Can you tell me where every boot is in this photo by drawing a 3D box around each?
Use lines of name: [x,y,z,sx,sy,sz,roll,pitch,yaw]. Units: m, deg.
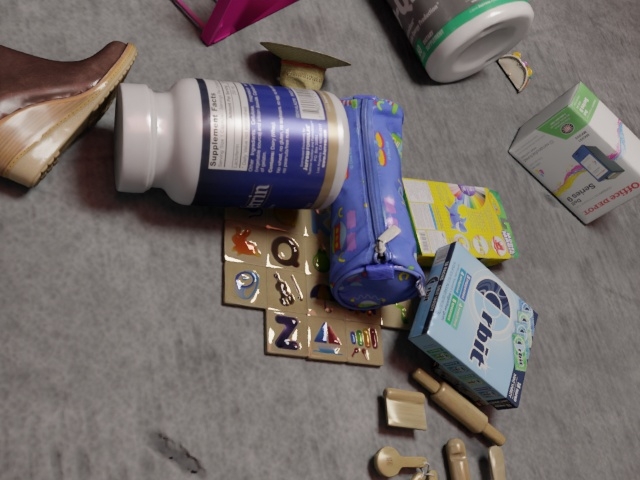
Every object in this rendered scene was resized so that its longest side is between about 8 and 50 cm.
boot: [-0.348,-0.199,0.744,0.207,0.090,0.248,37,55,-13]

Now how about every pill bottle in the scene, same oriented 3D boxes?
pill bottle: [0.206,-0.486,1.171,0.204,0.204,0.361,-17,75,-37]
pill bottle: [-0.111,-0.117,0.799,0.264,0.153,0.153,1,65,-20]

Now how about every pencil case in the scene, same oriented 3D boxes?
pencil case: [0.067,-0.058,0.891,0.119,0.133,0.306,0,62,-5]

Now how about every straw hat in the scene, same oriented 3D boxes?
straw hat: [-0.027,-0.251,0.987,0.144,0.144,0.061,7,102,-29]

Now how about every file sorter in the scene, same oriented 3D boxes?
file sorter: [-0.097,-0.468,0.974,0.182,0.202,0.290,47,51,0]

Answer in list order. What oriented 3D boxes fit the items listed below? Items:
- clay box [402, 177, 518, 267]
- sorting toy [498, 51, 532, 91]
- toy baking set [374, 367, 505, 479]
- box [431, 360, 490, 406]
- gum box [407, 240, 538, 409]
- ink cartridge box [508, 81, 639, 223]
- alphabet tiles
clay box: [0.207,-0.023,1.017,0.222,0.053,0.127,4,65,-36]
sorting toy: [0.407,-0.349,1.335,0.083,0.045,0.075,57,32,6]
toy baking set: [0.167,0.293,0.848,0.256,0.030,0.197,36,55,-10]
box: [0.222,0.158,0.951,0.094,0.027,0.137,38,52,-8]
gum box: [0.217,0.118,0.906,0.184,0.041,0.157,38,54,-19]
ink cartridge box: [0.481,-0.155,1.197,0.212,0.154,0.093,41,51,-7]
alphabet tiles: [0.000,0.000,0.908,0.285,0.011,0.342,11,60,-27]
